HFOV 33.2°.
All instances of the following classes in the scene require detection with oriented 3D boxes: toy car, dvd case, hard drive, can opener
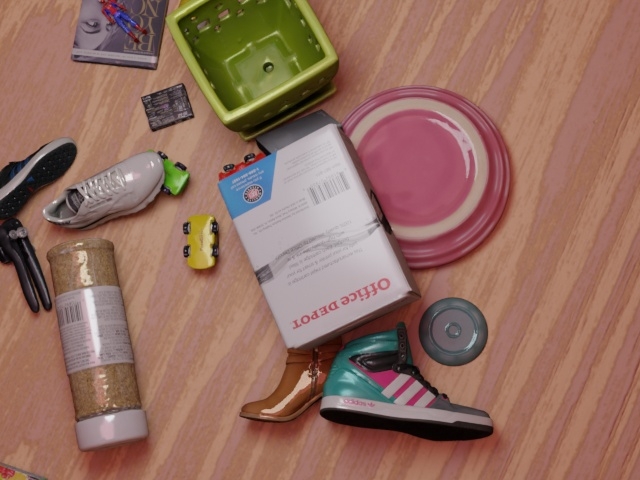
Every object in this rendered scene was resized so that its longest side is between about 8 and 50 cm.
[{"bbox_3d":[-0.226,-0.089,1.921,0.225,0.053,0.239,31,84,11],"label":"toy car"},{"bbox_3d":[-0.369,-0.434,2.017,0.164,0.018,0.221,7,81,7],"label":"dvd case"},{"bbox_3d":[-0.037,-0.184,1.892,0.135,0.094,0.022,-25,121,-13],"label":"hard drive"},{"bbox_3d":[-0.531,0.044,1.936,0.059,0.073,0.186,-23,79,-38],"label":"can opener"}]

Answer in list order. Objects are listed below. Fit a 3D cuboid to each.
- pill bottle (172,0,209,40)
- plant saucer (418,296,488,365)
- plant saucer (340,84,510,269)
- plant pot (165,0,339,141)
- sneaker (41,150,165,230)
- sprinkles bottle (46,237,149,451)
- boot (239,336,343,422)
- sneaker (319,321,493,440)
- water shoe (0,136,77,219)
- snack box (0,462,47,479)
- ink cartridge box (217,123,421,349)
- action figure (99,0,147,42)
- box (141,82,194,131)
[{"bbox_3d":[-0.231,-0.416,1.975,0.065,0.065,0.116,18,81,9],"label":"pill bottle"},{"bbox_3d":[0.228,0.155,1.844,0.119,0.021,0.119,-1,80,6],"label":"plant saucer"},{"bbox_3d":[0.165,-0.117,1.869,0.332,0.084,0.332,-1,80,6],"label":"plant saucer"},{"bbox_3d":[-0.105,-0.317,1.871,0.228,0.207,0.227,-29,77,1],"label":"plant pot"},{"bbox_3d":[-0.377,-0.084,1.886,0.235,0.095,0.090,-30,72,19],"label":"sneaker"},{"bbox_3d":[-0.386,0.178,1.854,0.121,0.121,0.355,-13,79,4],"label":"sprinkles bottle"},{"bbox_3d":[-0.046,0.231,1.836,0.197,0.073,0.152,-5,80,-7],"label":"boot"},{"bbox_3d":[0.149,0.230,1.793,0.295,0.124,0.178,12,65,-12],"label":"sneaker"},{"bbox_3d":[-0.537,-0.128,1.950,0.203,0.073,0.080,-43,57,-14],"label":"water shoe"},{"bbox_3d":[-0.545,0.466,1.861,0.100,0.037,0.141,16,82,10],"label":"snack box"},{"bbox_3d":[0.000,0.000,1.770,0.223,0.129,0.307,-26,77,10],"label":"ink cartridge box"},{"bbox_3d":[-0.372,-0.415,1.991,0.115,0.030,0.038,42,92,14],"label":"action figure"},{"bbox_3d":[-0.281,-0.245,1.972,0.083,0.018,0.067,-19,78,2],"label":"box"}]
